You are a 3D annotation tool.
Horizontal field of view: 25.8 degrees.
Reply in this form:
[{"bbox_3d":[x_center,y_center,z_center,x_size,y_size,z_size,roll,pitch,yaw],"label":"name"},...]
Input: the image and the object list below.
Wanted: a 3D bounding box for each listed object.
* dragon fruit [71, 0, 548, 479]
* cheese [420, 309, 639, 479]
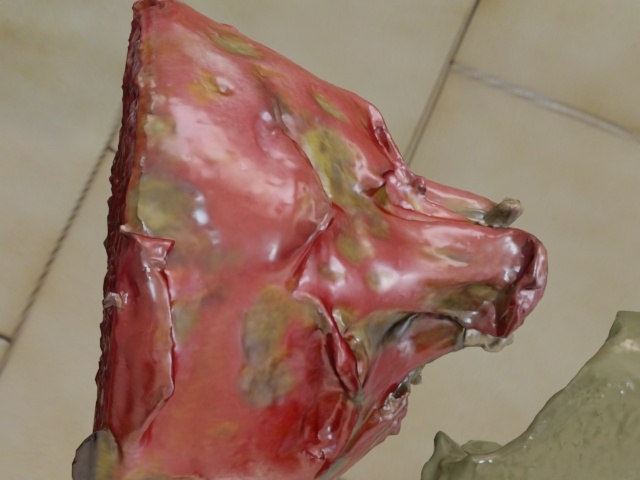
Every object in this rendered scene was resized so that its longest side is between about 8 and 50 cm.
[{"bbox_3d":[0.000,0.000,0.613,0.211,0.134,0.262,6,61,-18],"label":"dragon fruit"},{"bbox_3d":[0.118,0.123,0.547,0.175,0.091,0.202,35,97,17],"label":"cheese"}]
